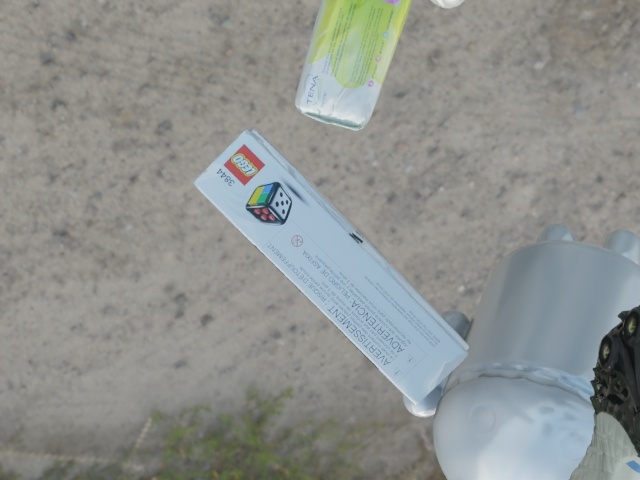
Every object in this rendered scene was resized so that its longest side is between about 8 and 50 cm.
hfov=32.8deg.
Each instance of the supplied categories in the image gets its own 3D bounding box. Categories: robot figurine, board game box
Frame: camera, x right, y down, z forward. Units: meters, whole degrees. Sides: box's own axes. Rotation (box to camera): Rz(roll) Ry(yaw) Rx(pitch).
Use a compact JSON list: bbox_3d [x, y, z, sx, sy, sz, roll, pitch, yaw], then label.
[{"bbox_3d":[0.235,0.142,1.083,0.353,0.300,0.199,-60,141,-36],"label":"robot figurine"},{"bbox_3d":[0.000,0.000,0.793,0.053,0.305,0.193,-44,96,2],"label":"board game box"}]

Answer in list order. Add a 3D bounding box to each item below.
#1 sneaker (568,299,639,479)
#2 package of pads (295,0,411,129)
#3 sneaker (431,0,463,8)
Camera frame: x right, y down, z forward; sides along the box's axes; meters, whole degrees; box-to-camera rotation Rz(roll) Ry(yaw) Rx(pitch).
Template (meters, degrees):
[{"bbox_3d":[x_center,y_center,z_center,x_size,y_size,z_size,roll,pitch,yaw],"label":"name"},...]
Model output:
[{"bbox_3d":[0.183,0.107,0.566,0.086,0.085,0.237,-2,136,-6],"label":"sneaker"},{"bbox_3d":[0.058,-0.292,1.340,0.101,0.229,0.296,17,103,1],"label":"package of pads"},{"bbox_3d":[0.161,-0.300,1.062,0.080,0.094,0.212,-46,160,-30],"label":"sneaker"}]
